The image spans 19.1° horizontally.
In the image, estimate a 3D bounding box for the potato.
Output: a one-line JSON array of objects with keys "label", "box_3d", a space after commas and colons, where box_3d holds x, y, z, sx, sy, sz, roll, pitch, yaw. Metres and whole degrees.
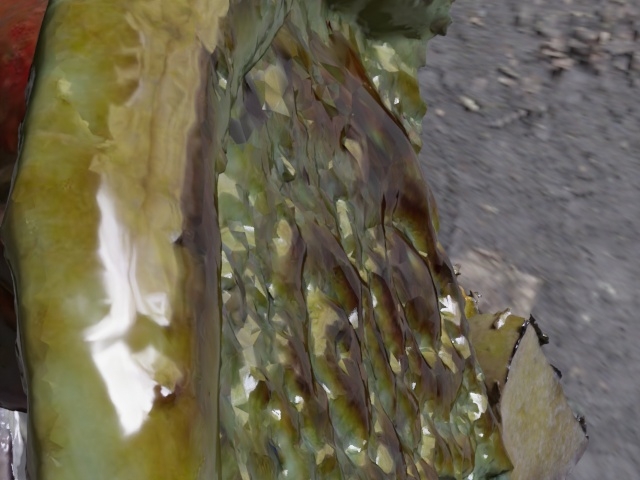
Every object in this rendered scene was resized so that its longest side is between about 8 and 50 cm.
[{"label": "potato", "box_3d": [0.108, 0.120, 1.262, 0.089, 0.172, 0.101, 10, 64, 27]}]

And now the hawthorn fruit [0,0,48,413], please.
[{"label": "hawthorn fruit", "box_3d": [-0.121, -0.040, 1.143, 0.300, 0.254, 0.254, -19, 105, -48]}]

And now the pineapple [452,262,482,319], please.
[{"label": "pineapple", "box_3d": [0.079, 0.112, 1.755, 0.221, 0.047, 0.221, -27, 133, -33]}]

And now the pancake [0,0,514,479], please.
[{"label": "pancake", "box_3d": [-0.002, -0.005, 0.639, 0.067, 0.427, 0.305, -16, 98, 19]}]

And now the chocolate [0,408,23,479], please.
[{"label": "chocolate", "box_3d": [-0.281, 0.202, 1.507, 0.100, 0.185, 0.303, -3, 74, -11]}]
